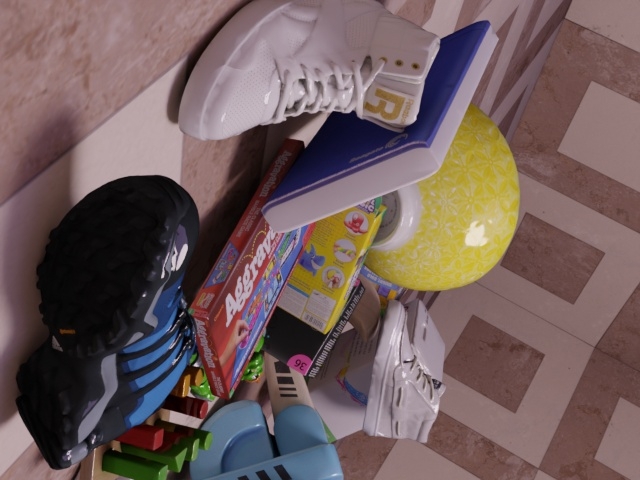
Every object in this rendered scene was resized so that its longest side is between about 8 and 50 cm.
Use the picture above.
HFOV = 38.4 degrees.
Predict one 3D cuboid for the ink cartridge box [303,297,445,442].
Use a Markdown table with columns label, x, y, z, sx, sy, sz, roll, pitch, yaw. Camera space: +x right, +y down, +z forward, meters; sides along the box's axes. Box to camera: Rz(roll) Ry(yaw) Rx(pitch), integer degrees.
| label | x | y | z | sx | sy | sz | roll | pitch | yaw |
| --- | --- | --- | --- | --- | --- | --- | --- | --- | --- |
| ink cartridge box | 0.082 | 0.244 | 1.690 | 0.278 | 0.117 | 0.201 | -27 | -166 | 18 |

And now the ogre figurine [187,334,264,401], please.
| label | x | y | z | sx | sy | sz | roll | pitch | yaw |
| --- | --- | --- | --- | --- | --- | --- | --- | --- | --- |
| ogre figurine | -0.115 | 0.119 | 1.136 | 0.197 | 0.096 | 0.118 | -72 | 165 | -56 |

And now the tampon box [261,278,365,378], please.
| label | x | y | z | sx | sy | sz | roll | pitch | yaw |
| --- | --- | --- | --- | --- | --- | --- | --- | --- | --- |
| tampon box | -0.025 | 0.106 | 1.367 | 0.161 | 0.120 | 0.101 | -60 | 168 | -6 |

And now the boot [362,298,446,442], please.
| label | x | y | z | sx | sy | sz | roll | pitch | yaw |
| --- | --- | --- | --- | --- | --- | --- | --- | --- | --- |
| boot | 0.146 | 0.218 | 1.507 | 0.095 | 0.123 | 0.258 | -72 | 170 | -60 |

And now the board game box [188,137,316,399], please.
| label | x | y | z | sx | sy | sz | roll | pitch | yaw |
| --- | --- | --- | --- | --- | --- | --- | --- | --- | --- |
| board game box | -0.070 | 0.026 | 1.052 | 0.145 | 0.027 | 0.281 | 81 | 26 | -45 |

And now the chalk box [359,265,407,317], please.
| label | x | y | z | sx | sy | sz | roll | pitch | yaw |
| --- | --- | --- | --- | --- | --- | --- | --- | --- | --- |
| chalk box | 0.109 | 0.044 | 1.730 | 0.132 | 0.132 | 0.213 | -45 | 161 | -52 |

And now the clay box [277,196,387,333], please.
| label | x | y | z | sx | sy | sz | roll | pitch | yaw |
| --- | --- | --- | --- | --- | --- | --- | --- | --- | --- |
| clay box | 0.000 | 0.000 | 1.226 | 0.053 | 0.127 | 0.222 | -37 | 153 | -60 |

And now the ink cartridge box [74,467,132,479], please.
| label | x | y | z | sx | sy | sz | roll | pitch | yaw |
| --- | --- | --- | --- | --- | --- | --- | --- | --- | --- |
| ink cartridge box | -0.244 | 0.295 | 1.066 | 0.151 | 0.063 | 0.109 | -62 | 167 | 4 |

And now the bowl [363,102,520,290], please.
| label | x | y | z | sx | sy | sz | roll | pitch | yaw |
| --- | --- | --- | --- | --- | --- | --- | --- | --- | --- |
| bowl | 0.112 | -0.060 | 1.275 | 0.156 | 0.289 | 0.290 | -13 | 133 | -48 |

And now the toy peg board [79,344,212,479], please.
| label | x | y | z | sx | sy | sz | roll | pitch | yaw |
| --- | --- | --- | --- | --- | --- | --- | --- | --- | --- |
| toy peg board | -0.166 | 0.166 | 0.951 | 0.161 | 0.079 | 0.161 | -19 | 118 | -71 |

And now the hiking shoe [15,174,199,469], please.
| label | x | y | z | sx | sy | sz | roll | pitch | yaw |
| --- | --- | --- | --- | --- | --- | --- | --- | --- | --- |
| hiking shoe | -0.157 | 0.057 | 0.754 | 0.132 | 0.113 | 0.304 | -18 | 149 | -46 |

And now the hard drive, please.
| label | x | y | z | sx | sy | sz | roll | pitch | yaw |
| --- | --- | --- | --- | --- | --- | --- | --- | --- | --- |
| hard drive | 0.077 | -0.138 | 1.050 | 0.210 | 0.040 | 0.319 | -21 | -156 | 33 |

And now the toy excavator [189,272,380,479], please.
| label | x | y | z | sx | sy | sz | roll | pitch | yaw |
| --- | --- | --- | --- | --- | --- | --- | --- | --- | --- |
| toy excavator | -0.065 | 0.297 | 1.472 | 0.432 | 0.445 | 0.222 | -17 | 159 | -5 |

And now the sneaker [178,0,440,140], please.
| label | x | y | z | sx | sy | sz | roll | pitch | yaw |
| --- | --- | --- | --- | --- | --- | --- | --- | --- | --- |
| sneaker | 0.011 | -0.153 | 0.857 | 0.292 | 0.169 | 0.108 | -47 | 163 | -43 |
